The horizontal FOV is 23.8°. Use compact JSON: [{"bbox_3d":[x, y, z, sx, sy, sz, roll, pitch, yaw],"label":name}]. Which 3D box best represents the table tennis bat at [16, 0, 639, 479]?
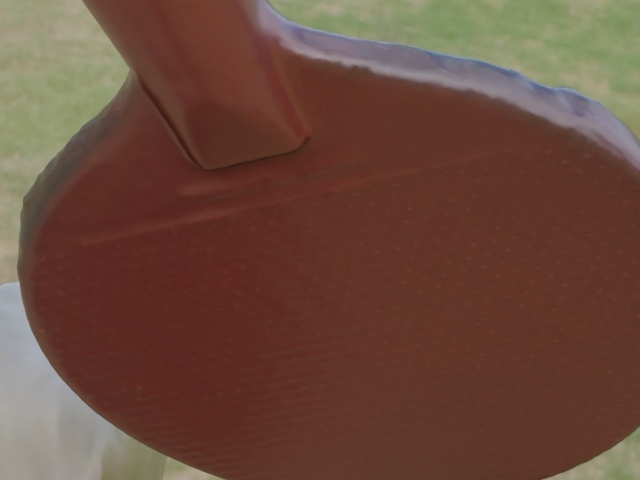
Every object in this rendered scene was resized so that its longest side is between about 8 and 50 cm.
[{"bbox_3d":[0.000,0.000,0.425,0.200,0.310,0.038,-12,50,15],"label":"table tennis bat"}]

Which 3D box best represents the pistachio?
[{"bbox_3d":[-0.182,0.126,0.905,0.166,0.197,0.288,-20,17,6],"label":"pistachio"}]
